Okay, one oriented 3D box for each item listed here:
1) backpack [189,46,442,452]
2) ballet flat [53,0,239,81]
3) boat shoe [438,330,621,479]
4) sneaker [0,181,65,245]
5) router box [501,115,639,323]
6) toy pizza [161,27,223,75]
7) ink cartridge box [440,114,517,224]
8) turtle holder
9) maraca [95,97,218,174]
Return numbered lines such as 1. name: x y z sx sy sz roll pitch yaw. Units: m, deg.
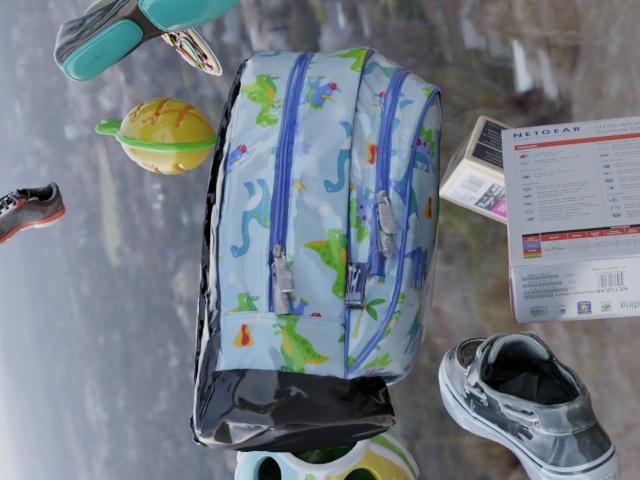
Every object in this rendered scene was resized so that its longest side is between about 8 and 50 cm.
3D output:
1. backpack: 0.000 0.000 1.138 0.290 0.273 0.355 44 -146 -73
2. ballet flat: -0.235 -0.310 1.645 0.095 0.280 0.096 49 -157 -54
3. boat shoe: 0.213 0.149 1.302 0.335 0.121 0.119 -144 40 -68
4. sneaker: -0.415 -0.041 1.653 0.061 0.158 0.065 45 145 31
5. router box: 0.381 -0.037 1.431 0.301 0.335 0.082 -80 -18 -55
6. toy pizza: -0.255 -0.370 2.271 0.201 0.032 0.201 43 170 10
7. ink cartridge box: 0.315 -0.103 2.078 0.235 0.193 0.088 112 -179 -75
8. turtle holder: 0.015 0.334 1.604 0.320 0.243 0.227 -106 6 -46
9. maraca: -0.218 -0.144 1.666 0.185 0.127 0.099 19 112 42
